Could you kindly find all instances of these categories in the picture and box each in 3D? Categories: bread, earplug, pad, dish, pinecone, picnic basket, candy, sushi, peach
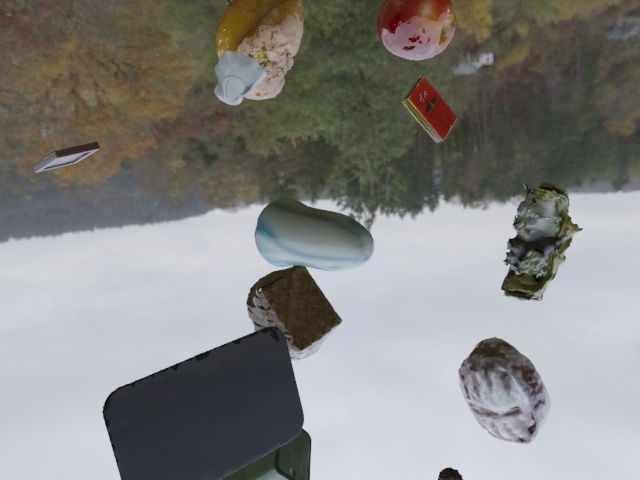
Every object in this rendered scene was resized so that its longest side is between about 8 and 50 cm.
[{"bbox_3d":[-0.182,-0.525,1.505,0.178,0.194,0.340,-20,161,-30],"label":"bread"},{"bbox_3d":[0.000,0.000,1.372,0.185,0.185,0.324,-11,-165,-36],"label":"earplug"},{"bbox_3d":[-0.207,0.360,1.078,0.375,0.315,0.063,-16,-172,-34],"label":"pad"},{"bbox_3d":[-0.166,-0.298,1.082,0.091,0.039,0.137,22,145,-18],"label":"dish"},{"bbox_3d":[0.390,0.723,1.698,0.077,0.077,0.083,-3,161,1],"label":"pinecone"},{"bbox_3d":[-0.133,0.287,2.072,0.293,0.338,0.337,-29,-155,-36],"label":"picnic basket"},{"bbox_3d":[0.492,0.413,1.520,0.157,0.290,0.214,-34,-168,-39],"label":"candy"},{"bbox_3d":[0.522,0.008,1.341,0.131,0.291,0.139,9,-173,-43],"label":"sushi"},{"bbox_3d":[0.268,-0.638,1.622,0.243,0.244,0.199,8,-134,46],"label":"peach"}]

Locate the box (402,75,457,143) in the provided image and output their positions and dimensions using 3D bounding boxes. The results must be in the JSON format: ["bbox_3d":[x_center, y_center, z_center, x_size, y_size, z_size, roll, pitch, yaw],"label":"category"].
[{"bbox_3d":[0.255,-0.302,1.305,0.023,0.133,0.090,-20,-151,55],"label":"box"}]

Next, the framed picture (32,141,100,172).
[{"bbox_3d":[-0.716,-0.234,1.584,0.168,0.023,0.128,-12,-169,44],"label":"framed picture"}]

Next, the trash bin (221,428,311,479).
[{"bbox_3d":[-0.203,0.784,1.898,0.343,0.158,0.223,-39,-156,23],"label":"trash bin"}]
